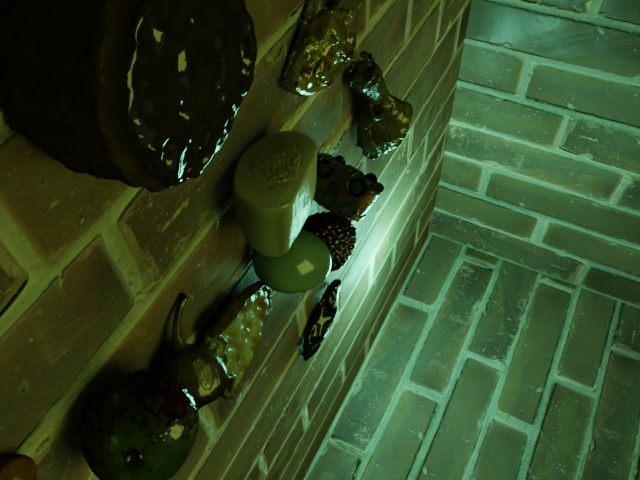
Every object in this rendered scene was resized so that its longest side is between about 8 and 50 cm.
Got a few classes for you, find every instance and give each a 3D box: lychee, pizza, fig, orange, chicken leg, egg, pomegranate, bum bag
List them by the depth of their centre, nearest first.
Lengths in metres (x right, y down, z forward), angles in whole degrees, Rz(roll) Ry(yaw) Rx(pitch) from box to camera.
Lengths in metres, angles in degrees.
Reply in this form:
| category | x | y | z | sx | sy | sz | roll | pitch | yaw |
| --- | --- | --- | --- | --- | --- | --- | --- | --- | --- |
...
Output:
| category | x | y | z | sx | sy | sz | roll | pitch | yaw |
| --- | --- | --- | --- | --- | --- | --- | --- | --- | --- |
| orange | -0.469 | 0.367 | 0.911 | 0.086 | 0.062 | 0.086 | 19 | 90 | -74 |
| pomegranate | -0.328 | 0.326 | 1.111 | 0.248 | 0.214 | 0.214 | -109 | -151 | -64 |
| fig | -0.280 | 0.234 | 1.247 | 0.149 | 0.149 | 0.245 | -35 | 121 | -60 |
| pizza | 0.019 | -0.449 | 1.383 | 0.323 | 0.090 | 0.223 | -45 | 154 | -53 |
| egg | -0.069 | 0.051 | 1.519 | 0.231 | 0.168 | 0.168 | 5 | 107 | -49 |
| lychee | 0.000 | 0.000 | 1.694 | 0.188 | 0.188 | 0.188 | -55 | 158 | -36 |
| chicken leg | 0.164 | -0.399 | 1.772 | 0.429 | 0.202 | 0.152 | 50 | 34 | -64 |
| bum bag | 0.009 | 0.294 | 2.190 | 0.142 | 0.080 | 0.326 | 33 | 78 | -75 |

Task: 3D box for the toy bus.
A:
| category | x | y | z | sx | sy | sz | roll | pitch | yaw |
| --- | --- | --- | --- | --- | --- | --- | --- | --- | --- |
| toy bus | 0.059 | -0.143 | 1.653 | 0.136 | 0.210 | 0.126 | -65 | 167 | 24 |

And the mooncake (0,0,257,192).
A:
| category | x | y | z | sx | sy | sz | roll | pitch | yaw |
| --- | --- | --- | --- | --- | --- | --- | --- | --- | --- |
| mooncake | -0.225 | -0.222 | 0.762 | 0.324 | 0.187 | 0.323 | 19 | 90 | -72 |

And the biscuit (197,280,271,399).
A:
| category | x | y | z | sx | sy | sz | roll | pitch | yaw |
| --- | --- | --- | --- | --- | --- | --- | --- | --- | --- |
| biscuit | -0.222 | 0.264 | 1.503 | 0.329 | 0.078 | 0.334 | -28 | 136 | -68 |

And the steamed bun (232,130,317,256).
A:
| category | x | y | z | sx | sy | sz | roll | pitch | yaw |
| --- | --- | --- | --- | --- | --- | --- | --- | --- | --- |
| steamed bun | -0.102 | -0.104 | 1.298 | 0.200 | 0.155 | 0.250 | 93 | 19 | -51 |
